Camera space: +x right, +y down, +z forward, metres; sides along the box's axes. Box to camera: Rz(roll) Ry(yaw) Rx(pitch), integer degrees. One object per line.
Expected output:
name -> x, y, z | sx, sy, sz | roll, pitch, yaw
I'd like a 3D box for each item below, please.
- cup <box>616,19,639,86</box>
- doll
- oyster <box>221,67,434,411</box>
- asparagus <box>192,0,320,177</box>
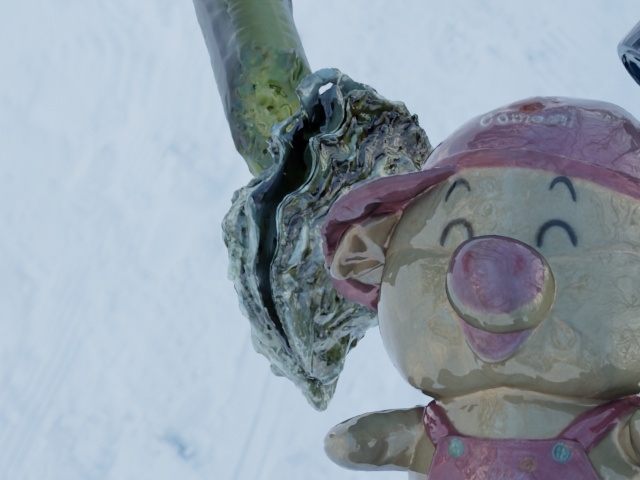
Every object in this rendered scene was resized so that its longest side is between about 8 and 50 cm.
cup -> 0.359, -0.197, 1.505 | 0.138, 0.150, 0.113 | -46, 73, -2
doll -> 0.097, 0.054, 0.771 | 0.196, 0.152, 0.255 | 4, 78, -6
oyster -> 0.000, 0.000, 1.349 | 0.198, 0.112, 0.267 | 25, 92, -37
asparagus -> -0.064, -0.192, 1.763 | 0.108, 0.128, 0.382 | 6, 40, -21
